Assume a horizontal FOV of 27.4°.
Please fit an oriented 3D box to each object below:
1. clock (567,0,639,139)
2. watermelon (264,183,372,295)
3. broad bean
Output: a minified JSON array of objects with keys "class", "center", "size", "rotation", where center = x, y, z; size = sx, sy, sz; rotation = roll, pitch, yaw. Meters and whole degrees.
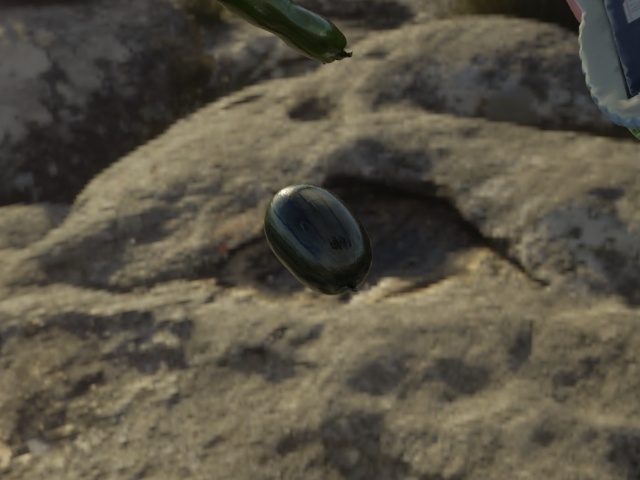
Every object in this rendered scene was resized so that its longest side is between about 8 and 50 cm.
[{"class":"clock","center":[0.216,-0.108,0.722],"size":[0.100,0.195,0.194],"rotation":[-25,59,33]},{"class":"watermelon","center":[0.000,0.000,1.103],"size":[0.078,0.078,0.110],"rotation":[-32,70,-32]},{"class":"broad bean","center":[-0.066,-0.220,1.163],"size":[0.255,0.046,0.065],"rotation":[30,12,-28]}]
